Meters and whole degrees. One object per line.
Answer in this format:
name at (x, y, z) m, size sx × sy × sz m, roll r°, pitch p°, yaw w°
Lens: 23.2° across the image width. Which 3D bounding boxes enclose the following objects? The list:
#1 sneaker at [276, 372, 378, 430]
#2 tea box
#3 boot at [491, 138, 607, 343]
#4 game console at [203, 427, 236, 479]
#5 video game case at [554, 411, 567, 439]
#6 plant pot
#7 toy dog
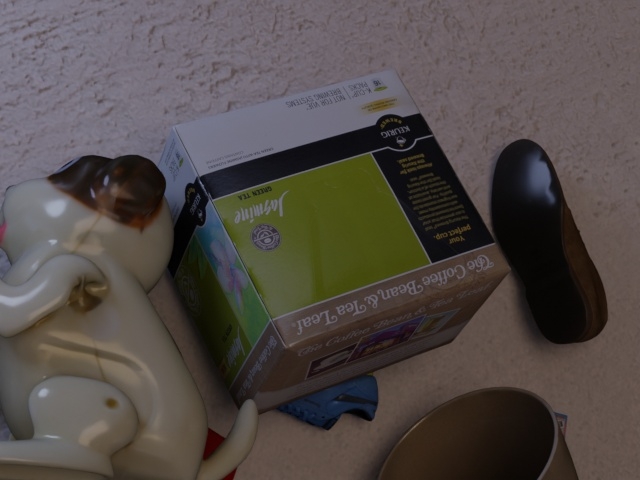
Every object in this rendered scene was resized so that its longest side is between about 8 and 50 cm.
sneaker at (-0.019, 0.207, 2.029) m, size 0.209 × 0.069 × 0.082 m, roll 1°, pitch 80°, yaw -24°
tea box at (0.000, 0.000, 1.966) m, size 0.329 × 0.220 × 0.323 m, roll -17°, pitch 67°, yaw -26°
boot at (0.332, 0.003, 2.241) m, size 0.115 × 0.112 × 0.305 m, roll 3°, pitch 68°, yaw -55°
game console at (-0.184, 0.301, 1.961) m, size 0.124 × 0.085 × 0.144 m, roll 14°, pitch 67°, yaw 13°
video game case at (0.282, 0.311, 2.166) m, size 0.119 × 0.015 × 0.166 m, roll 17°, pitch 71°, yaw -20°
plant pot at (0.247, 0.375, 2.014) m, size 0.256 × 0.256 × 0.274 m, roll -49°, pitch 122°, yaw -26°
toy dog at (-0.268, 0.094, 1.819) m, size 0.395 × 0.284 × 0.408 m, roll -1°, pitch 70°, yaw -9°
